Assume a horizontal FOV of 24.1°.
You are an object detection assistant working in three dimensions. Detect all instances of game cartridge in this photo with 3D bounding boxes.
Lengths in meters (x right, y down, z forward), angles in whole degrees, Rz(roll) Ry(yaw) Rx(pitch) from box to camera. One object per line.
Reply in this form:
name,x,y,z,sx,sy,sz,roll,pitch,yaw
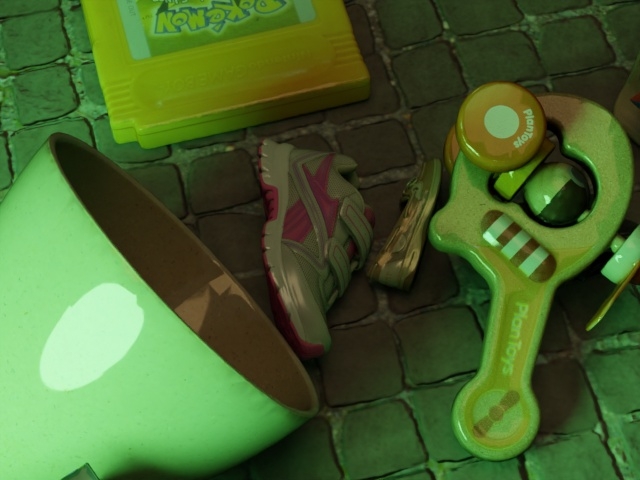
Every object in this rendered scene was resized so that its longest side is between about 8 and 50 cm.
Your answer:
game cartridge,-0.121,-0.260,1.678,0.285,0.052,0.323,-14,55,-7

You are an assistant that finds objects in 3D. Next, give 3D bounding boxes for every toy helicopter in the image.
toy helicopter,0.210,0.036,1.400,0.235,0.140,0.355,14,80,1

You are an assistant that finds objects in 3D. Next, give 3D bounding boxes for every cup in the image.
cup,-0.197,0.106,1.305,0.237,0.331,0.331,-44,61,6

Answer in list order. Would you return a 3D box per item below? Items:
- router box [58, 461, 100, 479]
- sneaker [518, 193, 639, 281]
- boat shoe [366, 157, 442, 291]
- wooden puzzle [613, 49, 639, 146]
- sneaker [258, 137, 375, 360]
router box,-0.190,0.360,1.103,0.243,0.081,0.309,-33,74,-16
sneaker,0.244,0.003,1.484,0.170,0.051,0.089,-12,53,-9
boat shoe,0.088,-0.021,1.506,0.048,0.056,0.153,15,65,6
wooden puzzle,0.432,-0.153,1.410,0.080,0.348,0.322,-22,56,-34
sneaker,0.000,0.000,1.465,0.111,0.103,0.252,-5,56,1
